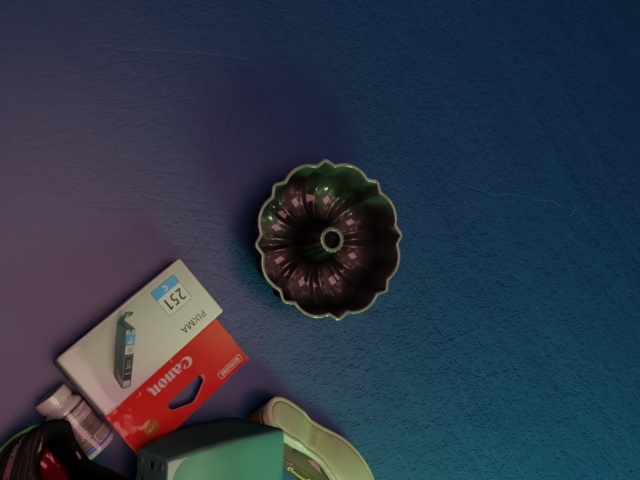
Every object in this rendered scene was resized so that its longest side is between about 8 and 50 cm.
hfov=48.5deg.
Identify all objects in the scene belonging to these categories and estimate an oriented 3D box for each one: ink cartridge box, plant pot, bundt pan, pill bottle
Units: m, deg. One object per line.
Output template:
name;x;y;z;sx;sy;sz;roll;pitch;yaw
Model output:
ink cartridge box;-0.305;0.226;1.359;0.296;0.066;0.261;-43;102;-28
plant pot;-0.212;0.433;1.317;0.234;0.166;0.165;6;84;-42
bundt pan;0.000;0.000;1.497;0.331;0.124;0.330;1;87;-24
pill bottle;-0.452;0.332;1.302;0.078;0.078;0.137;-42;103;-20

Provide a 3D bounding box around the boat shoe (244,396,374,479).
boat shoe;-0.019;0.450;1.476;0.324;0.097;0.116;42;31;-19

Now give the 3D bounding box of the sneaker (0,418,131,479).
sneaker;-0.373;0.504;1.166;0.202;0.185;0.483;-45;78;17

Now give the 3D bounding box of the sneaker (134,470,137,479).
sneaker;-0.319;0.487;1.361;0.085;0.058;0.152;15;74;-14
